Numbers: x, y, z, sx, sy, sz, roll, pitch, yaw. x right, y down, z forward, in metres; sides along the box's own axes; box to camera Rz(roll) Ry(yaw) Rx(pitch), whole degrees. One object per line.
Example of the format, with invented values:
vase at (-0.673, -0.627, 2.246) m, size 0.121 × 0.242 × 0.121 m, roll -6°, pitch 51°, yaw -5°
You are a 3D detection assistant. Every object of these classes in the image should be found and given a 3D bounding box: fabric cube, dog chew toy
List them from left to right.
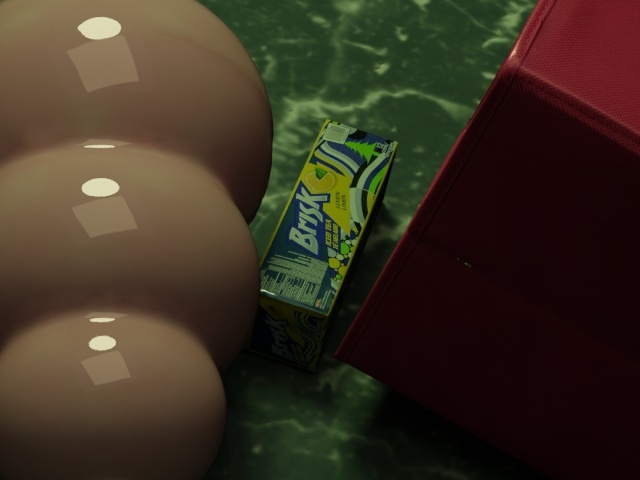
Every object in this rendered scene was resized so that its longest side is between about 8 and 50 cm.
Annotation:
dog chew toy at (-0.122, 0.008, 0.861) m, size 0.206 × 0.206 × 0.332 m, roll 1°, pitch 55°, yaw -11°
fabric cube at (0.203, -0.018, 0.874) m, size 0.258 × 0.259 × 0.254 m, roll 31°, pitch 47°, yaw 3°

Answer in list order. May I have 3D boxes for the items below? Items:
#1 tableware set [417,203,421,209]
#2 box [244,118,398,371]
tableware set at (0.124, 0.032, 1.002) m, size 0.141 × 0.020 × 0.169 m, roll 16°, pitch 45°, yaw 1°
box at (0.000, 0.000, 0.979) m, size 0.054 × 0.059 × 0.169 m, roll 19°, pitch 47°, yaw 5°
